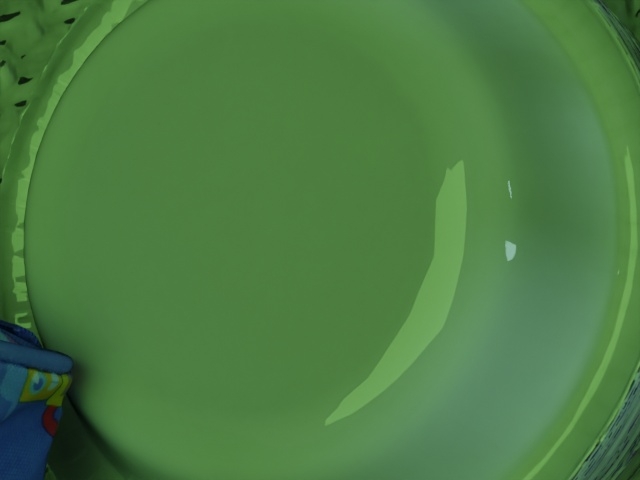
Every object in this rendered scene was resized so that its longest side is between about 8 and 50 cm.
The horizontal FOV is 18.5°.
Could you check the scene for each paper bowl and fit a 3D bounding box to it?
[{"bbox_3d":[0.000,0.000,0.767,0.284,0.148,0.284,-3,81,22],"label":"paper bowl"}]

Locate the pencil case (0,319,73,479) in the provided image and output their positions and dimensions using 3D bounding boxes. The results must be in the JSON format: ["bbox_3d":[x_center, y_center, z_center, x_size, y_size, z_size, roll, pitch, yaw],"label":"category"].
[{"bbox_3d":[-0.175,0.164,0.705,0.119,0.133,0.306,15,93,32],"label":"pencil case"}]
